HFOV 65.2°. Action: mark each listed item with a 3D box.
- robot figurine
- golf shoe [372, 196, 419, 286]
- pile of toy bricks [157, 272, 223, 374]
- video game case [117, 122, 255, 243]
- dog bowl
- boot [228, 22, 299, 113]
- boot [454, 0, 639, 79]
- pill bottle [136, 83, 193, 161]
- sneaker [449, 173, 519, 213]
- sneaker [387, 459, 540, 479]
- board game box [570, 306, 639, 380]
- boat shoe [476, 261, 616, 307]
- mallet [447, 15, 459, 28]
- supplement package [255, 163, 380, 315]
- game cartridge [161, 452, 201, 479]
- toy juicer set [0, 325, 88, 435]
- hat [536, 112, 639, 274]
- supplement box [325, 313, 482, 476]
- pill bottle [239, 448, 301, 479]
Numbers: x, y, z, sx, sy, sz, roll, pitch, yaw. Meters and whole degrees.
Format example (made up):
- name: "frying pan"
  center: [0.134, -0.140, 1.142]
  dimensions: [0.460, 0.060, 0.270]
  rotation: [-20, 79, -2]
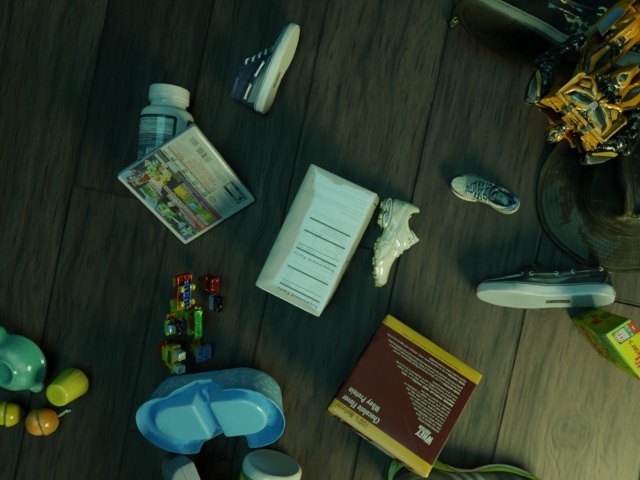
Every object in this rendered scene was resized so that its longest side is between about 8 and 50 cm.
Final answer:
- name: "robot figurine"
  center: [0.464, -0.260, 0.771]
  dimensions: [0.291, 0.085, 0.211]
  rotation: [-44, 91, 2]
- name: "golf shoe"
  center: [0.145, 0.007, 0.962]
  dimensions: [0.086, 0.069, 0.176]
  rotation: [10, 92, 5]
- name: "pile of toy bricks"
  center: [-0.282, 0.154, 1.036]
  dimensions: [0.105, 0.118, 0.212]
  rotation: [20, 111, 38]
- name: "video game case"
  center: [-0.263, -0.107, 1.001]
  dimensions: [0.183, 0.023, 0.201]
  rotation: [-31, 127, 9]
- name: "dog bowl"
  center: [-0.212, 0.333, 0.991]
  dimensions: [0.297, 0.074, 0.166]
  rotation: [-11, 120, 11]
- name: "boot"
  center: [-0.116, -0.361, 1.016]
  dimensions: [0.086, 0.069, 0.190]
  rotation: [26, 96, 8]
- name: "boot"
  center: [0.448, -0.445, 0.861]
  dimensions: [0.377, 0.138, 0.284]
  rotation: [20, 93, 1]
- name: "pill bottle"
  center: [-0.318, -0.222, 1.035]
  dimensions: [0.108, 0.108, 0.180]
  rotation: [5, 90, 11]
- name: "sneaker"
  center: [0.308, -0.092, 0.934]
  dimensions: [0.135, 0.058, 0.052]
  rotation: [21, 93, 11]
- name: "sneaker"
  center: [0.268, 0.469, 0.899]
  dimensions: [0.300, 0.121, 0.111]
  rotation: [1, 90, 11]
- name: "board game box"
  center: [0.488, 0.167, 0.830]
  dimensions: [0.043, 0.181, 0.092]
  rotation: [-38, 82, 8]
- name: "boat shoe"
  center: [0.402, 0.074, 0.907]
  dimensions: [0.228, 0.080, 0.076]
  rotation: [-3, 60, 22]
- name: "mallet"
  center: [0.326, -0.474, 0.951]
  dimensions: [0.189, 0.039, 0.062]
  rotation: [-23, 86, 14]
- name: "supplement package"
  center: [0.000, 0.000, 0.952]
  dimensions: [0.134, 0.139, 0.244]
  rotation: [26, 93, 9]
- name: "game cartridge"
  center: [-0.230, 0.569, 0.966]
  dimensions: [0.062, 0.198, 0.297]
  rotation: [-20, 84, -24]
- name: "toy juicer set"
  center: [-0.690, 0.302, 1.117]
  dimensions: [0.329, 0.089, 0.209]
  rotation: [33, 108, 2]
- name: "hat"
  center: [0.549, -0.101, 0.849]
  dimensions: [0.331, 0.134, 0.331]
  rotation: [0, 89, 10]
- name: "supplement box"
  center: [0.141, 0.273, 0.892]
  dimensions: [0.191, 0.129, 0.194]
  rotation: [32, 72, 10]
- name: "pill bottle"
  center: [-0.115, 0.533, 0.976]
  dimensions: [0.117, 0.117, 0.208]
  rotation: [14, 91, 11]
